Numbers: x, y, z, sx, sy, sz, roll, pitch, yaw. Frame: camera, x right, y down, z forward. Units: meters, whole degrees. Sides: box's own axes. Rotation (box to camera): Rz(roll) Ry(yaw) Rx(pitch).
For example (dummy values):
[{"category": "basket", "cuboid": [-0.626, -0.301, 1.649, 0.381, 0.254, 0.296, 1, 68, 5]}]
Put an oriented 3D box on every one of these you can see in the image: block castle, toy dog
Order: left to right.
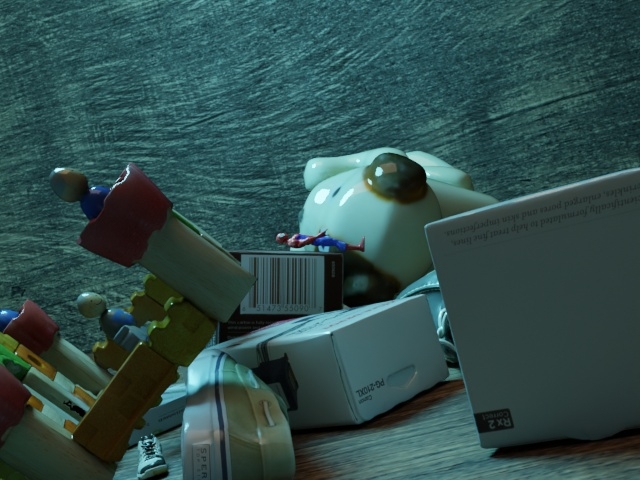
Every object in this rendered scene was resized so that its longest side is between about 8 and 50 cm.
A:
[{"category": "block castle", "cuboid": [-0.253, 0.067, 1.114, 0.303, 0.213, 0.453, -53, 11, -2]}, {"category": "toy dog", "cuboid": [0.126, 0.007, 1.629, 0.395, 0.284, 0.408, 28, 9, 29]}]

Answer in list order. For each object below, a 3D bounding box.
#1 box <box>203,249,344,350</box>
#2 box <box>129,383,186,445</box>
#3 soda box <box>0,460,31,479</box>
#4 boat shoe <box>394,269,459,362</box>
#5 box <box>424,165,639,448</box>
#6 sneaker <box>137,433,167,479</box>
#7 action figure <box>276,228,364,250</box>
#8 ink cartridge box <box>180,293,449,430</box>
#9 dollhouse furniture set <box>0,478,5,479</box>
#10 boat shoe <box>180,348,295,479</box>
[{"category": "box", "cuboid": [-0.072, 0.099, 1.422, 0.168, 0.167, 0.203, 1, -3, -14]}, {"category": "box", "cuboid": [-0.233, 0.228, 1.366, 0.145, 0.038, 0.186, -14, 1, 38]}, {"category": "soda box", "cuboid": [-0.408, 0.267, 1.139, 0.181, 0.061, 0.058, -15, 0, -17]}, {"category": "boat shoe", "cuboid": [0.172, 0.084, 1.160, 0.099, 0.116, 0.319, -11, 3, -38]}, {"category": "box", "cuboid": [0.199, 0.047, 0.797, 0.181, 0.182, 0.119, -14, 1, 26]}, {"category": "sneaker", "cuboid": [-0.175, 0.218, 1.066, 0.032, 0.037, 0.083, -14, 2, -13]}, {"category": "action figure", "cuboid": [0.000, 0.000, 1.365, 0.115, 0.030, 0.038, 1, 2, 1]}, {"category": "ink cartridge box", "cuboid": [-0.008, 0.138, 1.145, 0.237, 0.100, 0.172, -14, 2, 41]}, {"category": "dollhouse furniture set", "cuboid": [-0.272, 0.124, 0.614, 0.198, 0.286, 0.303, -15, 13, 16]}, {"category": "boat shoe", "cuboid": [-0.076, 0.172, 0.961, 0.094, 0.109, 0.302, 0, 9, -5]}]
